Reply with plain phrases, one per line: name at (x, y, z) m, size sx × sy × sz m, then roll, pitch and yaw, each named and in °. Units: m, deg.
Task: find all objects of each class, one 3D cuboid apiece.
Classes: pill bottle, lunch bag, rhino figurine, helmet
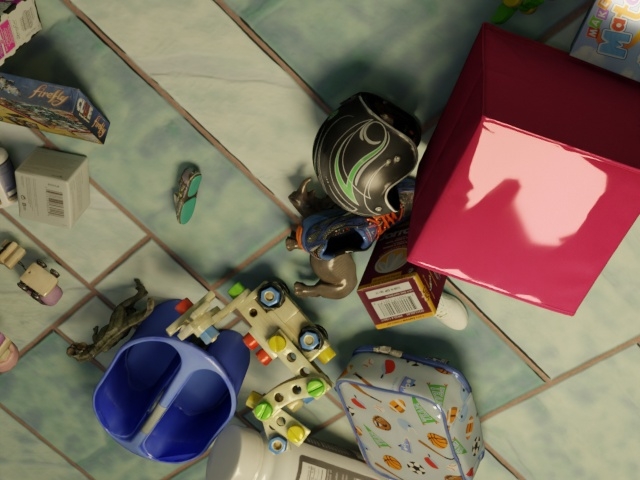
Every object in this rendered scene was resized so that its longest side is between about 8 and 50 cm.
pill bottle at (-0.044, 0.447, 2.013) m, size 0.318 × 0.176 × 0.176 m, roll 24°, pitch 132°, yaw -26°
pill bottle at (-0.571, -0.122, 1.899) m, size 0.067 × 0.067 × 0.120 m, roll -2°, pitch 124°, yaw 20°
lunch bag at (0.155, 0.312, 1.917) m, size 0.243 × 0.115 × 0.303 m, roll 10°, pitch 137°, yaw 31°
rhino figurine at (0.000, 0.000, 1.796) m, size 0.106 × 0.073 × 0.243 m, roll -4°, pitch 122°, yaw 10°
helmet at (0.069, -0.122, 1.629) m, size 0.169 × 0.169 × 0.161 m, roll 33°, pitch 112°, yaw -7°

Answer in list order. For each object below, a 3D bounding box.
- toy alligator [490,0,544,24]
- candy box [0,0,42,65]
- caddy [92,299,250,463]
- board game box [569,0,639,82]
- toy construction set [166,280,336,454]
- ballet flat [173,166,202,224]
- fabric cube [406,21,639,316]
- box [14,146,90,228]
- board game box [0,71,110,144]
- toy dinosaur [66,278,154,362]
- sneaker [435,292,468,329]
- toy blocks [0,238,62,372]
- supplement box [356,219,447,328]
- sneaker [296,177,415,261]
toy alligator at (0.302, -0.353, 1.451) m, size 0.189 × 0.056 × 0.051 m, roll -27°, pitch 71°, yaw 37°
candy box at (-0.552, -0.306, 1.652) m, size 0.159 × 0.233 × 0.071 m, roll 3°, pitch 126°, yaw 16°
caddy at (-0.281, 0.279, 2.026) m, size 0.241 × 0.179 × 0.341 m, roll 32°, pitch 129°, yaw -5°
board game box at (0.465, -0.284, 1.457) m, size 0.211 × 0.039 × 0.160 m, roll 22°, pitch 129°, yaw 3°
toy construction set at (-0.104, 0.195, 1.871) m, size 0.215 × 0.151 × 0.328 m, roll -42°, pitch 100°, yaw 5°
ballet flat at (-0.229, -0.080, 1.841) m, size 0.041 × 0.041 × 0.114 m, roll 22°, pitch 128°, yaw 1°
fabric cube at (0.286, -0.100, 1.498) m, size 0.254 × 0.259 × 0.258 m, roll 18°, pitch 129°, yaw -5°
box at (-0.460, -0.092, 1.872) m, size 0.102 × 0.087 × 0.101 m, roll 13°, pitch 128°, yaw 10°
board game box at (-0.480, -0.222, 1.751) m, size 0.243 × 0.042 × 0.165 m, roll 13°, pitch 170°, yaw 8°
toy dinosaur at (-0.360, 0.142, 1.990) m, size 0.064 × 0.118 × 0.268 m, roll 43°, pitch 126°, yaw -15°
sneaker at (0.188, 0.105, 1.819) m, size 0.152 × 0.061 × 0.053 m, roll 43°, pitch 125°, yaw -16°
toy blocks at (-0.682, 0.142, 2.068) m, size 0.288 × 0.309 × 0.260 m, roll 35°, pitch 162°, yaw 6°
supplement box at (0.138, 0.043, 1.707) m, size 0.104 × 0.188 × 0.081 m, roll -16°, pitch 118°, yaw 27°
sneaker at (0.074, -0.024, 1.709) m, size 0.221 × 0.087 × 0.083 m, roll -27°, pitch 122°, yaw -2°
